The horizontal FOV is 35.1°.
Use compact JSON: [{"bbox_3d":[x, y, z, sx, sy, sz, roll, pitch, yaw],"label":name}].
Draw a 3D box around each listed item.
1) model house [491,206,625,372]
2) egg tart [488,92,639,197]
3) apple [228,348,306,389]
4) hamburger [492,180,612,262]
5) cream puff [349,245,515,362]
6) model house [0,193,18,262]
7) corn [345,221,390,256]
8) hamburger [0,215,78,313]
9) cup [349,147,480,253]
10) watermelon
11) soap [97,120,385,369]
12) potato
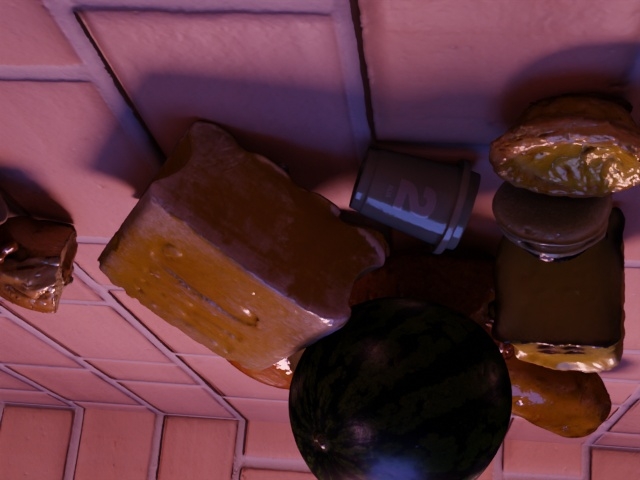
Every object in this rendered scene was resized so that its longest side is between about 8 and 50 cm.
[{"bbox_3d":[0.333,0.075,1.403,0.174,0.194,0.234,0,163,13],"label":"model house"},{"bbox_3d":[0.268,-0.103,1.073,0.191,0.074,0.191,5,162,1],"label":"egg tart"},{"bbox_3d":[-0.094,0.170,1.848,0.254,0.179,0.346,45,176,30],"label":"apple"},{"bbox_3d":[0.271,-0.035,1.178,0.133,0.140,0.062,28,148,27],"label":"hamburger"},{"bbox_3d":[0.177,0.129,1.565,0.302,0.212,0.303,2,168,1],"label":"cream puff"},{"bbox_3d":[-0.549,-0.030,1.393,0.199,0.220,0.229,-33,177,-18],"label":"model house"},{"bbox_3d":[0.000,0.000,1.462,0.206,0.067,0.067,10,161,-6],"label":"corn"},{"bbox_3d":[-0.441,0.049,1.504,0.155,0.136,0.208,6,-166,-16],"label":"hamburger"},{"bbox_3d":[0.112,-0.057,1.215,0.141,0.120,0.120,21,160,-1],"label":"cup"},{"bbox_3d":[0.102,0.216,1.326,0.285,0.285,0.285,5,161,2],"label":"watermelon"},{"bbox_3d":[-0.114,0.022,1.319,0.293,0.156,0.335,38,152,-9],"label":"soap"},{"bbox_3d":[0.447,0.305,2.127,0.369,0.177,0.195,22,-164,-22],"label":"potato"}]
